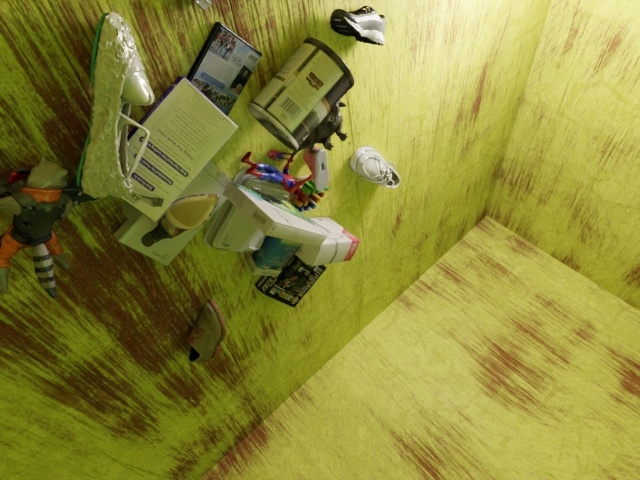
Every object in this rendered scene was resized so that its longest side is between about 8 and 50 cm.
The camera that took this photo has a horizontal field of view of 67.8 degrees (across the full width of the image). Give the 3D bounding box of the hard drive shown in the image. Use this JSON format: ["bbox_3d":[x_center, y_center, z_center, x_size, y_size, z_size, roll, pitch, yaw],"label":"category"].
[{"bbox_3d":[-0.440,-0.098,1.490,0.353,0.047,0.233,-48,151,-3],"label":"hard drive"}]

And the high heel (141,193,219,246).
[{"bbox_3d":[-0.375,-0.080,1.364,0.261,0.093,0.186,-29,-169,14],"label":"high heel"}]

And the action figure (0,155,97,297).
[{"bbox_3d":[-0.639,-0.044,1.146,0.341,0.179,0.330,-18,138,-49],"label":"action figure"}]

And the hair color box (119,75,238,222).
[{"bbox_3d":[-0.402,-0.238,1.248,0.339,0.110,0.185,-49,121,-2],"label":"hair color box"}]

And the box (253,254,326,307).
[{"bbox_3d":[-0.128,0.162,2.188,0.257,0.079,0.322,-49,151,1],"label":"box"}]

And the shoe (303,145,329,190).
[{"bbox_3d":[-0.016,-0.279,1.817,0.064,0.081,0.177,-28,135,-28],"label":"shoe"}]

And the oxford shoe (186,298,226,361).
[{"bbox_3d":[-0.468,0.381,1.924,0.130,0.123,0.348,-19,137,-35],"label":"oxford shoe"}]

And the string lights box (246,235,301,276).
[{"bbox_3d":[-0.170,0.031,1.908,0.133,0.076,0.259,9,129,-46],"label":"string lights box"}]

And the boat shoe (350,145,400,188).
[{"bbox_3d":[0.270,-0.301,2.129,0.135,0.156,0.367,-55,151,7],"label":"boat shoe"}]

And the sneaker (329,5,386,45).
[{"bbox_3d":[0.124,-0.711,1.542,0.272,0.100,0.107,-13,119,-53],"label":"sneaker"}]

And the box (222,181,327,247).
[{"bbox_3d":[-0.143,-0.081,1.587,0.058,0.232,0.322,-55,151,11],"label":"box"}]

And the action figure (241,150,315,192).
[{"bbox_3d":[-0.127,-0.248,1.660,0.139,0.091,0.280,-35,151,20],"label":"action figure"}]

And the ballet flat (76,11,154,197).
[{"bbox_3d":[-0.452,-0.290,1.088,0.147,0.147,0.408,-4,114,-53],"label":"ballet flat"}]

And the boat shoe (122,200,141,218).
[{"bbox_3d":[-0.504,-0.163,1.332,0.075,0.065,0.206,17,102,-20],"label":"boat shoe"}]

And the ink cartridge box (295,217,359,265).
[{"bbox_3d":[0.000,0.000,2.045,0.283,0.207,0.117,-4,126,-52],"label":"ink cartridge box"}]

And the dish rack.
[{"bbox_3d":[-0.251,-0.089,1.741,0.286,0.072,0.332,8,118,-58],"label":"dish rack"}]

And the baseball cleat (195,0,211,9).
[{"bbox_3d":[-0.248,-0.619,1.160,0.206,0.072,0.109,-14,149,-40],"label":"baseball cleat"}]

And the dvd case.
[{"bbox_3d":[-0.285,-0.451,1.329,0.253,0.022,0.180,-57,149,11],"label":"dvd case"}]

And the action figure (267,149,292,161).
[{"bbox_3d":[-0.147,-0.300,1.687,0.115,0.030,0.038,-4,131,-50],"label":"action figure"}]

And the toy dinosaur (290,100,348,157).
[{"bbox_3d":[0.009,-0.392,1.690,0.121,0.160,0.313,21,125,-26],"label":"toy dinosaur"}]

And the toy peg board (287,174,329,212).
[{"bbox_3d":[-0.052,-0.174,1.908,0.161,0.079,0.160,-15,135,-45],"label":"toy peg board"}]

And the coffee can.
[{"bbox_3d":[-0.060,-0.446,1.464,0.275,0.201,0.201,-49,151,-2],"label":"coffee can"}]
